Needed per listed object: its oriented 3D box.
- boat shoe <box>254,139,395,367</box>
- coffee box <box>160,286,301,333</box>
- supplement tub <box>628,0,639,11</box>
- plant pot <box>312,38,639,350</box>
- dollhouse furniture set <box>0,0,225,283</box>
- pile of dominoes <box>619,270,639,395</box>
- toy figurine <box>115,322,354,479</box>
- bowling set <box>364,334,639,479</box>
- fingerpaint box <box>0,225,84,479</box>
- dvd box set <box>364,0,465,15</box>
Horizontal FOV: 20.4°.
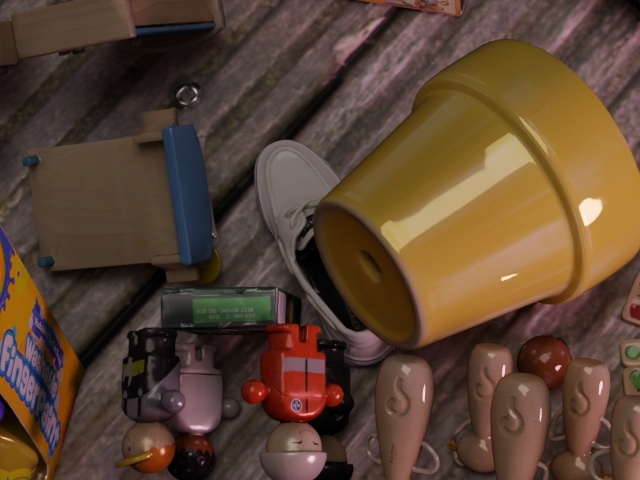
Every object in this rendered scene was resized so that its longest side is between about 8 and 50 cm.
[{"bbox_3d":[0.000,0.000,1.783,0.096,0.088,0.268,-19,64,-2],"label":"boat shoe"},{"bbox_3d":[-0.083,0.069,1.708,0.113,0.184,0.040,-1,85,5],"label":"coffee box"},{"bbox_3d":[0.381,-0.331,1.831,0.207,0.207,0.338,-35,66,-10],"label":"supplement tub"},{"bbox_3d":[0.133,-0.027,1.666,0.239,0.254,0.254,-31,64,-22],"label":"plant pot"},{"bbox_3d":[-0.228,-0.096,1.871,0.286,0.198,0.303,-7,94,27],"label":"dollhouse furniture set"},{"bbox_3d":[0.414,0.100,1.713,0.251,0.040,0.196,-5,64,4],"label":"pile of dominoes"},{"bbox_3d":[-0.076,0.162,1.652,0.209,0.213,0.148,-2,81,9],"label":"toy figurine"},{"bbox_3d":[0.202,0.183,1.656,0.287,0.200,0.154,10,104,25],"label":"bowling set"},{"bbox_3d":[-0.363,0.190,1.538,0.163,0.445,0.371,9,65,9],"label":"fingerpaint box"},{"bbox_3d":[-0.014,-0.422,2.002,0.420,0.062,0.308,11,67,12],"label":"dvd box set"}]
